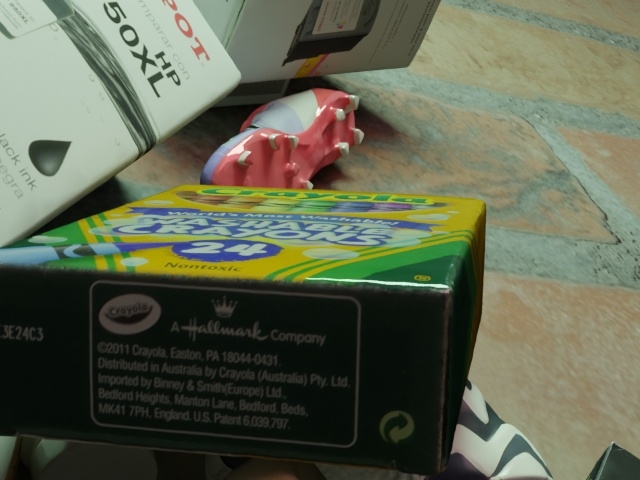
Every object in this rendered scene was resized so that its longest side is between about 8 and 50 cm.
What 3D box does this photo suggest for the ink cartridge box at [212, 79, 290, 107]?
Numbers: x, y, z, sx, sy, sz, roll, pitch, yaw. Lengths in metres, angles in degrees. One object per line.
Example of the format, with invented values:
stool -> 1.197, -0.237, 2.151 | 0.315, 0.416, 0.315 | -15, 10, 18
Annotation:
ink cartridge box -> -0.213, -0.220, 1.109 | 0.296, 0.066, 0.261 | -12, 44, -45

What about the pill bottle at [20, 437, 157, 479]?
pill bottle -> -0.139, 0.089, 0.633 | 0.078, 0.078, 0.137 | 5, 33, -27

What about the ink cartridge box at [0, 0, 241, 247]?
ink cartridge box -> -0.255, -0.131, 0.708 | 0.285, 0.166, 0.395 | 57, 29, -10

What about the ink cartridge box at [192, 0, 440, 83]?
ink cartridge box -> -0.051, -0.271, 1.105 | 0.306, 0.131, 0.226 | -16, 49, -46

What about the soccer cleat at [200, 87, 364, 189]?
soccer cleat -> -0.048, -0.078, 0.990 | 0.095, 0.083, 0.248 | 3, 25, 29

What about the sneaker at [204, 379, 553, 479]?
sneaker -> 0.021, 0.111, 0.690 | 0.235, 0.094, 0.153 | 5, 32, -28

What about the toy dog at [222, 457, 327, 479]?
toy dog -> -0.009, 0.237, 0.403 | 0.161, 0.220, 0.333 | 50, 24, -28

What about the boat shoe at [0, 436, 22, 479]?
boat shoe -> -0.196, 0.127, 0.511 | 0.096, 0.098, 0.277 | 13, 32, -17

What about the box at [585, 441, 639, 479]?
box -> 0.240, 0.276, 0.584 | 0.293, 0.073, 0.295 | 29, 30, 13

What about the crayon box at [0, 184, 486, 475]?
crayon box -> -0.018, 0.024, 0.601 | 0.203, 0.083, 0.323 | 3, 9, 11
